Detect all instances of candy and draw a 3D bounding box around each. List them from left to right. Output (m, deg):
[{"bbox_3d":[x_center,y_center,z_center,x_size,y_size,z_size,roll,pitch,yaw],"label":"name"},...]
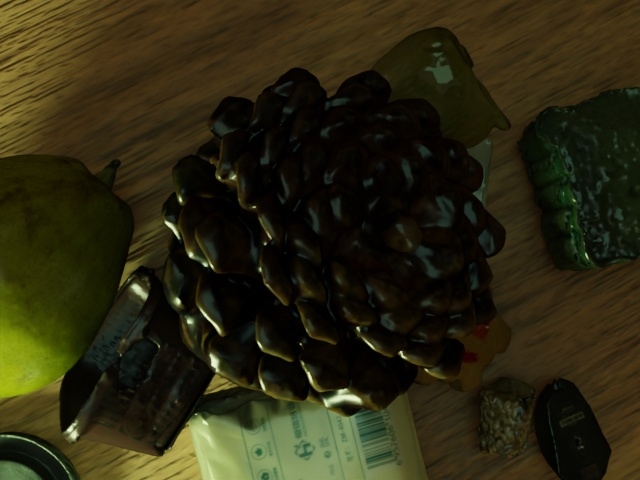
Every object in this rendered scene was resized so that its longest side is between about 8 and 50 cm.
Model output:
[{"bbox_3d":[0.270,0.259,1.073,0.085,0.095,0.110,4,96,38],"label":"candy"}]

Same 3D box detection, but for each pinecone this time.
[{"bbox_3d":[0.000,0.000,0.865,0.397,0.398,0.398,0,85,-3],"label":"pinecone"}]

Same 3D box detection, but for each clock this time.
[{"bbox_3d":[-0.448,0.385,1.044,0.226,0.049,0.226,0,85,-2],"label":"clock"}]

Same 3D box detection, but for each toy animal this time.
[{"bbox_3d":[0.087,-0.153,1.073,0.363,0.180,0.181,-36,62,35],"label":"toy animal"}]

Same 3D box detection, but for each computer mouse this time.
[{"bbox_3d":[0.367,0.287,1.094,0.099,0.057,0.172,-15,85,-18],"label":"computer mouse"}]

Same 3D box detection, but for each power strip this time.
[{"bbox_3d":[0.215,-0.074,1.131,0.080,0.029,0.227,8,85,-1],"label":"power strip"}]

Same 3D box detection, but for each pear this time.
[{"bbox_3d":[-0.395,0.026,0.973,0.287,0.287,0.375,39,70,1],"label":"pear"}]

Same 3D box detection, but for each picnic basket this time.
[{"bbox_3d":[-0.233,0.160,0.972,0.129,0.297,0.222,32,84,-19],"label":"picnic basket"}]

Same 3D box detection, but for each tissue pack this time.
[{"bbox_3d":[0.002,0.363,0.991,0.297,0.207,0.380,-11,86,-6],"label":"tissue pack"}]

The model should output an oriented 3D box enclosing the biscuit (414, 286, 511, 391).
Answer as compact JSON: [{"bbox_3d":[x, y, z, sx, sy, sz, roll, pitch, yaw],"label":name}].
[{"bbox_3d":[0.186,0.099,1.061,0.212,0.041,0.239,-15,91,-32],"label":"biscuit"}]

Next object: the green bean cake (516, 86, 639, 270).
[{"bbox_3d":[0.441,-0.091,1.096,0.241,0.132,0.255,-16,84,-5],"label":"green bean cake"}]
